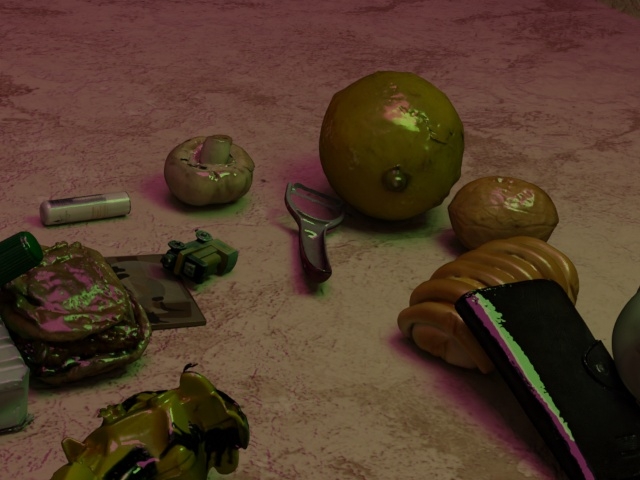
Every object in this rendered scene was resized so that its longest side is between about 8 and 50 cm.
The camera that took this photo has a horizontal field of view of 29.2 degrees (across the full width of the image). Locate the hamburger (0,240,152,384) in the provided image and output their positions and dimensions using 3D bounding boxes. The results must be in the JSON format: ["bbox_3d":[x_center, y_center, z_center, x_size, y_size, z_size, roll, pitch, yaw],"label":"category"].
[{"bbox_3d":[-0.332,0.100,1.601,0.183,0.130,0.206,-15,53,-34],"label":"hamburger"}]

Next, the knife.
[{"bbox_3d":[-0.001,0.002,1.940,0.123,0.053,0.278,18,27,-11],"label":"knife"}]

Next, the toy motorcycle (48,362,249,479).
[{"bbox_3d":[-0.194,0.247,1.314,0.206,0.142,0.342,-22,14,28],"label":"toy motorcycle"}]

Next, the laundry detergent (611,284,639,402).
[{"bbox_3d":[0.529,0.140,1.721,0.264,0.124,0.398,35,22,0],"label":"laundry detergent"}]

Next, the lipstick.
[{"bbox_3d":[-0.373,-0.051,1.947,0.141,0.040,0.040,-9,32,-30],"label":"lipstick"}]

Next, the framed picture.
[{"bbox_3d":[-0.258,0.072,1.772,0.136,0.010,0.201,-4,30,-23],"label":"framed picture"}]

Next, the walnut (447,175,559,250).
[{"bbox_3d":[0.296,-0.036,2.012,0.180,0.144,0.144,7,27,4],"label":"walnut"}]

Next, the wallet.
[{"bbox_3d":[0.318,0.182,1.582,0.172,0.045,0.318,-8,52,-30],"label":"wallet"}]

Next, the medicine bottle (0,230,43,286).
[{"bbox_3d":[-0.461,0.068,1.511,0.260,0.095,0.064,-28,69,7],"label":"medicine bottle"}]

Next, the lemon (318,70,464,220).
[{"bbox_3d":[0.120,-0.163,2.085,0.260,0.260,0.284,18,30,18],"label":"lemon"}]

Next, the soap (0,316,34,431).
[{"bbox_3d":[-0.475,0.171,1.436,0.261,0.094,0.150,-7,36,-30],"label":"soap"}]

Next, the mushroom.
[{"bbox_3d":[-0.184,-0.121,2.050,0.154,0.122,0.154,12,30,-7],"label":"mushroom"}]

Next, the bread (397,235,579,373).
[{"bbox_3d":[0.255,0.078,1.787,0.173,0.121,0.311,22,33,32],"label":"bread"}]

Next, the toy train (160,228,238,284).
[{"bbox_3d":[-0.182,0.026,1.834,0.081,0.050,0.122,31,27,19],"label":"toy train"}]
